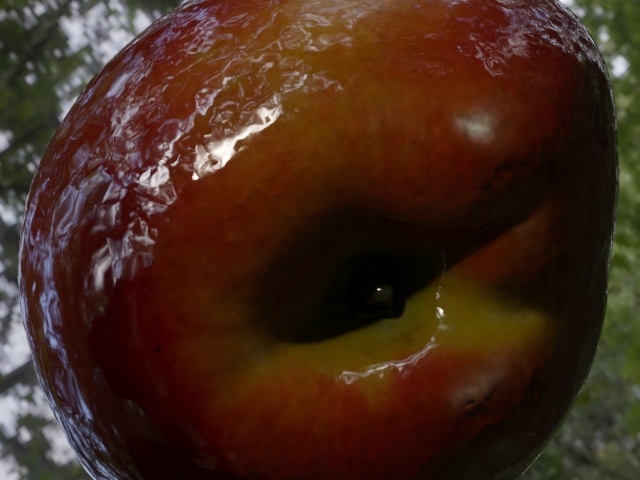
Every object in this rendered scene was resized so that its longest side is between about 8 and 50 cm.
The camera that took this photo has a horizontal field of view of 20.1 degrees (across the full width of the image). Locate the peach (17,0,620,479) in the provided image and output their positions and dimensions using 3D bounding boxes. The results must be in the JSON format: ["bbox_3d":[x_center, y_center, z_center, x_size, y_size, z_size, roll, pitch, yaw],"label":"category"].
[{"bbox_3d":[0.000,0.000,0.645,0.199,0.243,0.243,35,-70,-13],"label":"peach"}]
